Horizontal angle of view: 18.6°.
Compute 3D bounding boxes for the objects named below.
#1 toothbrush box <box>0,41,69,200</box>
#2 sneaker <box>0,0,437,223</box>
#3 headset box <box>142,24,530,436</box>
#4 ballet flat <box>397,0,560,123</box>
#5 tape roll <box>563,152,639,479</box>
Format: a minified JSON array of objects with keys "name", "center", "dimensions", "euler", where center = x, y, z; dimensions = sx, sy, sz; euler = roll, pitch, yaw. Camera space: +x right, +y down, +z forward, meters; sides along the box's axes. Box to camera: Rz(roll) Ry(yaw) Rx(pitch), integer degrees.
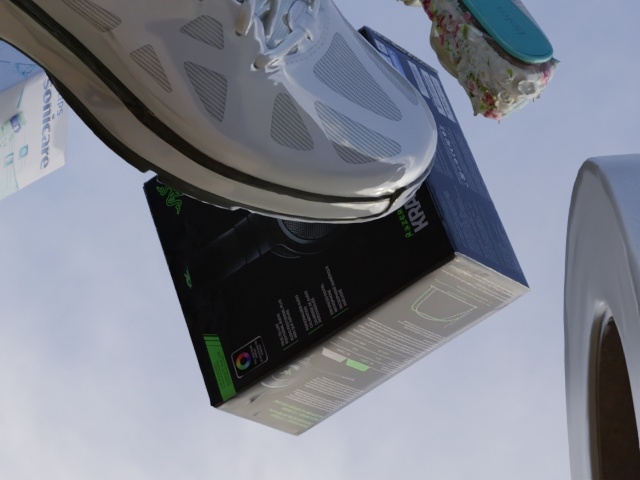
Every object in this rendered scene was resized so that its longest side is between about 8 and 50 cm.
[{"name":"toothbrush box","center":[-0.399,-0.105,1.748],"dimensions":[0.216,0.295,0.126],"euler":[28,-52,26]},{"name":"sneaker","center":[-0.073,-0.188,1.214],"dimensions":[0.447,0.169,0.257],"euler":[31,-42,-15]},{"name":"headset box","center":[0.000,0.000,1.704],"dimensions":[0.283,0.131,0.246],"euler":[-33,-123,23]},{"name":"ballet flat","center":[0.092,-0.183,1.441],"dimensions":[0.077,0.091,0.241],"euler":[-61,-137,42]},{"name":"tape roll","center":[0.190,0.083,0.724],"dimensions":[0.246,0.169,0.246],"euler":[176,-90,-89]}]
